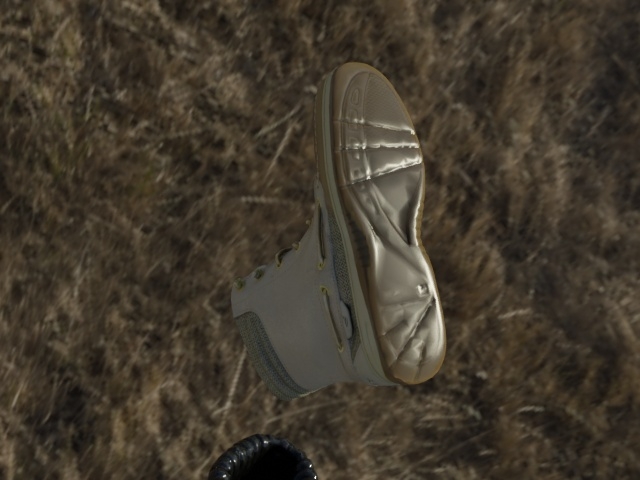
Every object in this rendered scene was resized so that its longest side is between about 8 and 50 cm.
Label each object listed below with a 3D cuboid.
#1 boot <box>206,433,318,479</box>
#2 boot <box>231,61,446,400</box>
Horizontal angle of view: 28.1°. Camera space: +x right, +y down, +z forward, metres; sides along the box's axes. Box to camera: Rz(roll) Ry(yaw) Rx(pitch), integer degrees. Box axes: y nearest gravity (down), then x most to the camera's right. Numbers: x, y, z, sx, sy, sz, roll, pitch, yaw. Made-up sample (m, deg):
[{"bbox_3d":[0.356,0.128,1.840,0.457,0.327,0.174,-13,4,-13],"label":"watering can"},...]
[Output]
[{"bbox_3d":[-0.131,0.384,1.391,0.131,0.260,0.348,33,29,-8],"label":"boot"},{"bbox_3d":[0.000,0.000,0.873,0.077,0.165,0.213,-5,82,-36],"label":"boot"}]
